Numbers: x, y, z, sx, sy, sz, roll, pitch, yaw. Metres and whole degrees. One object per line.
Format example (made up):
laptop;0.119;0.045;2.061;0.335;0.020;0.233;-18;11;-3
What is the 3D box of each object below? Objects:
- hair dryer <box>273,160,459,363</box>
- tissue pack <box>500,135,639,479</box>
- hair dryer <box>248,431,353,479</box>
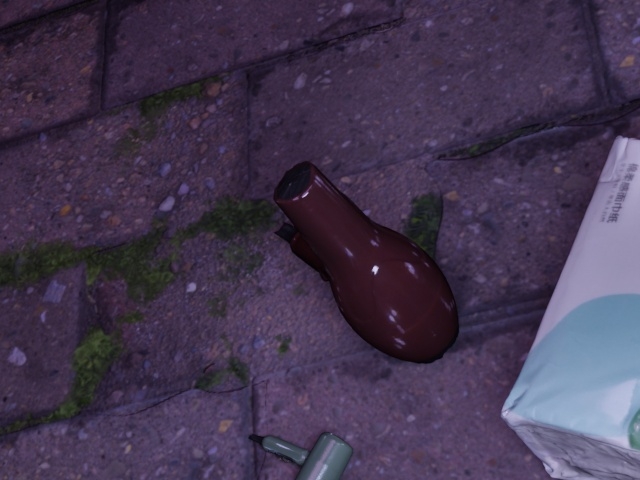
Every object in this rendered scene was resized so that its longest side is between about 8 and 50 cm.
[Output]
hair dryer;0.000;0.000;1.548;0.123;0.312;0.340;-48;32;-8
tissue pack;0.379;0.089;1.328;0.266;0.194;0.357;12;67;33
hair dryer;-0.032;0.255;1.531;0.150;0.047;0.071;14;65;43
